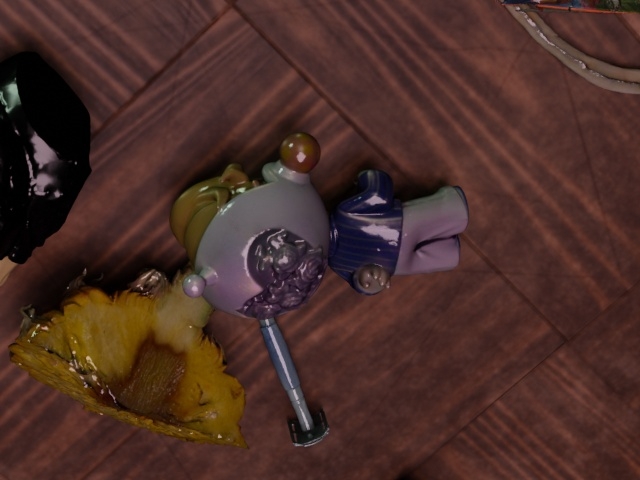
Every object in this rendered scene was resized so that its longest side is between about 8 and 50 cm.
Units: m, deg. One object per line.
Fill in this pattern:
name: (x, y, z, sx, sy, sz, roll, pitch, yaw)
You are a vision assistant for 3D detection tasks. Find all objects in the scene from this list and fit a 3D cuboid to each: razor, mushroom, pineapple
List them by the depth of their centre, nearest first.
mushroom: (0.267, -0.181, 1.387, 0.306, 0.043, 0.068, 22, 128, -20)
pineapple: (-0.185, 0.090, 1.413, 0.249, 0.140, 0.164, 23, 68, -34)
razor: (-0.032, 0.131, 1.475, 0.040, 0.068, 0.135, -20, 105, -2)

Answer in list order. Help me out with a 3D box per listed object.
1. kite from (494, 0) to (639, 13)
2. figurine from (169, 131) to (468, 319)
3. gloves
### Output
kite: (0.226, -0.267, 1.331, 0.241, 0.014, 0.183, 42, 86, -24)
figurine: (0.001, 0.008, 1.385, 0.274, 0.133, 0.194, 16, 123, -30)
gloves: (-0.294, -0.050, 1.313, 0.203, 0.124, 0.164, -31, 87, 33)
